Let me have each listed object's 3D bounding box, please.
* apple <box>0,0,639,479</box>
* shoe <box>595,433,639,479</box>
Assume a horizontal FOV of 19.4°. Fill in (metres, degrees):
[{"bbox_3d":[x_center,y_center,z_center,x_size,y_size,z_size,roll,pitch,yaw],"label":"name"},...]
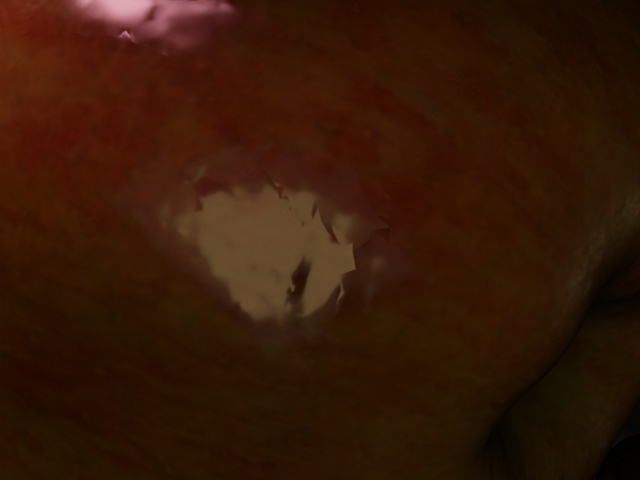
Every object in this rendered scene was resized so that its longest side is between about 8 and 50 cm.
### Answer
[{"bbox_3d":[0.000,0.000,0.596,0.264,0.264,0.264,2,96,15],"label":"apple"},{"bbox_3d":[0.210,0.058,0.643,0.227,0.099,0.112,0,89,11],"label":"shoe"}]
